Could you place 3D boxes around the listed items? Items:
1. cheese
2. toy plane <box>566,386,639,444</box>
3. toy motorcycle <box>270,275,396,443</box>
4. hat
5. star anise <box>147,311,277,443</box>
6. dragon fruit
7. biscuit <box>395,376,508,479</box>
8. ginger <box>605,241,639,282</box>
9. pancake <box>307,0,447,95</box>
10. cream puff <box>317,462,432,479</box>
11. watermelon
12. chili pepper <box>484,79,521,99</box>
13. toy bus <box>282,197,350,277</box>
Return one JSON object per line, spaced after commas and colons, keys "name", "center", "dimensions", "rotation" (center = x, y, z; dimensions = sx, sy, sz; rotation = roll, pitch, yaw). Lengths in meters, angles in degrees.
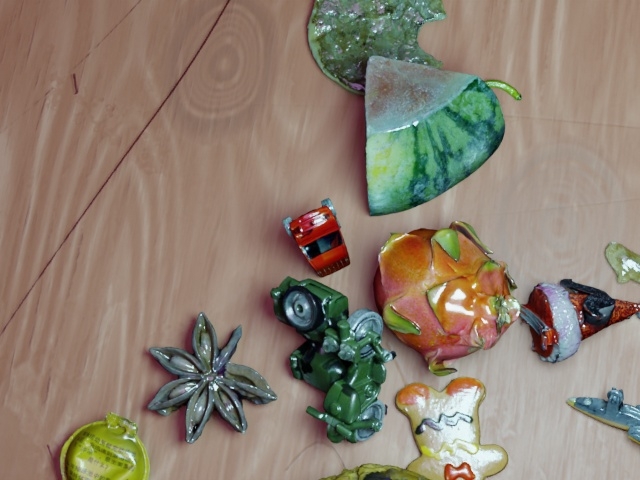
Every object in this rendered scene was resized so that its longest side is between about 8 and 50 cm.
{"name": "cheese", "center": [-0.363, 0.400, 1.791], "dimensions": [0.157, 0.064, 0.250], "rotation": [22, 90, 11]}
{"name": "toy plane", "center": [0.539, 0.282, 1.701], "dimensions": [0.316, 0.103, 0.204], "rotation": [20, 48, 13]}
{"name": "toy motorcycle", "center": [0.012, 0.185, 1.735], "dimensions": [0.205, 0.275, 0.127], "rotation": [24, 38, 38]}
{"name": "hat", "center": [0.431, 0.120, 1.743], "dimensions": [0.227, 0.140, 0.128], "rotation": [-7, 87, -8]}
{"name": "star anise", "center": [-0.191, 0.233, 1.804], "dimensions": [0.197, 0.073, 0.212], "rotation": [-27, 73, -4]}
{"name": "dragon fruit", "center": [0.197, 0.083, 1.727], "dimensions": [0.227, 0.224, 0.224], "rotation": [39, 84, 18]}
{"name": "biscuit", "center": [0.213, 0.342, 1.756], "dimensions": [0.165, 0.036, 0.250], "rotation": [-11, 77, 5]}
{"name": "ginger", "center": [0.520, 0.048, 1.785], "dimensions": [0.137, 0.044, 0.057], "rotation": [24, 111, 16]}
{"name": "pancake", "center": [0.097, -0.361, 1.921], "dimensions": [0.254, 0.037, 0.253], "rotation": [-1, 77, 6]}
{"name": "cream puff", "center": [0.088, 0.458, 1.592], "dimensions": [0.343, 0.327, 0.231], "rotation": [-4, 122, -5]}
{"name": "watermelon", "center": [0.160, -0.189, 1.818], "dimensions": [0.262, 0.213, 0.201], "rotation": [-25, 60, -5]}
{"name": "chili pepper", "center": [0.303, -0.256, 1.885], "dimensions": [0.083, 0.017, 0.030], "rotation": [19, 82, 9]}
{"name": "toy bus", "center": [0.000, 0.000, 1.771], "dimensions": [0.081, 0.195, 0.089], "rotation": [-25, 79, 0]}
